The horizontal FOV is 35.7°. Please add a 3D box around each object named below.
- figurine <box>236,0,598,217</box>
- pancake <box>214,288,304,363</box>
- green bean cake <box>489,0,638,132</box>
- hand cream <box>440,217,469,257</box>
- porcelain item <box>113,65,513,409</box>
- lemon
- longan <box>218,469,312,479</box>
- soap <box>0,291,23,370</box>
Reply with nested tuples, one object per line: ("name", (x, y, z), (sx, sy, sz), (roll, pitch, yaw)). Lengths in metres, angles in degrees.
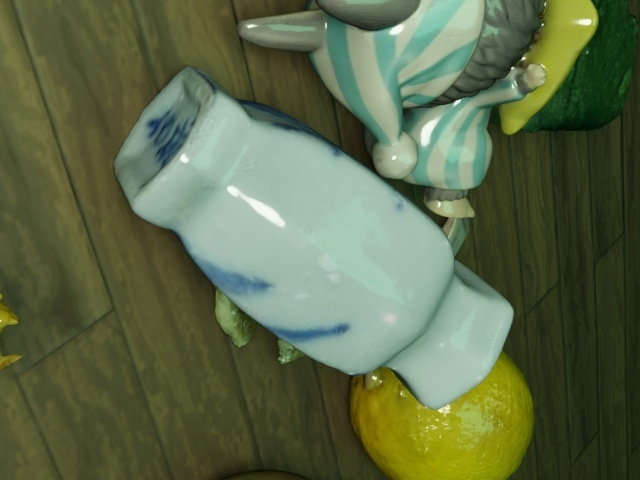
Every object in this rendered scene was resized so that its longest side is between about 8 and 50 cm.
("figurine", (0.057, -0.207, 1.086), (0.378, 0.266, 0.361), (-2, 124, -32))
("pancake", (-0.030, 0.022, 1.172), (0.254, 0.037, 0.253), (-21, 119, -44))
("green bean cake", (0.315, -0.305, 1.363), (0.308, 0.169, 0.300), (-7, 110, -50))
("hand cream", (0.159, 0.034, 1.404), (0.209, 0.043, 0.067), (-54, 140, -30))
("porcelain item", (0.000, 0.000, 0.995), (0.405, 0.242, 0.178), (37, 95, -29))
("lemon", (0.163, 0.225, 1.326), (0.263, 0.236, 0.236), (1, 103, -27))
("longan", (-0.066, 0.380, 1.095), (0.258, 0.258, 0.258), (-21, 119, -44))
("soap", (-0.375, 0.010, 0.656), (0.339, 0.169, 0.304), (-35, 138, -38))
